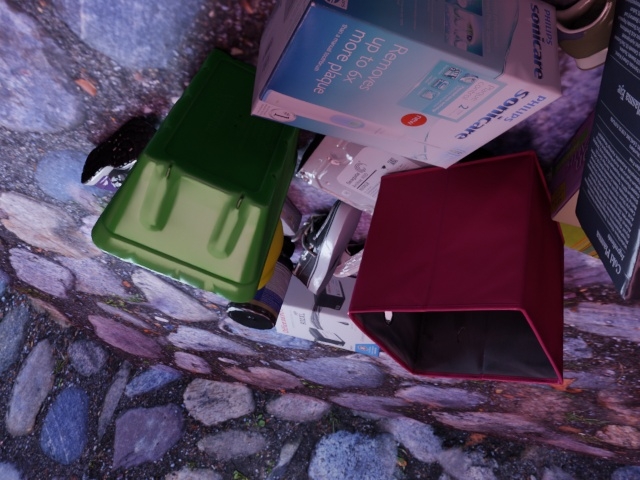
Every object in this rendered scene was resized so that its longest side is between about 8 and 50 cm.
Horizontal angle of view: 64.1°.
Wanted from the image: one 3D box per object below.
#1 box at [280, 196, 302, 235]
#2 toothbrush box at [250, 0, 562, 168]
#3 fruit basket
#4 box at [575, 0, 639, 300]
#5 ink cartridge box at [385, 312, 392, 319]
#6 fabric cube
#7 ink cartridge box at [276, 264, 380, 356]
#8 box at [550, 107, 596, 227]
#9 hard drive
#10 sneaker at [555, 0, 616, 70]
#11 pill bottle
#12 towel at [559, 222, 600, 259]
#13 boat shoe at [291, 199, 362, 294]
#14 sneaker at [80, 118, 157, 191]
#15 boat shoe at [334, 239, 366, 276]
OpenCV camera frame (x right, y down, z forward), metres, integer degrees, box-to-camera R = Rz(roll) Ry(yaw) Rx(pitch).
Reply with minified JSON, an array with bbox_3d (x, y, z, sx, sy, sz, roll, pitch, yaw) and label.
[{"bbox_3d":[-0.173,-0.091,1.105,0.183,0.056,0.231,-2,146,31],"label":"box"},{"bbox_3d":[0.091,-0.210,0.607,0.295,0.126,0.216,11,162,-21],"label":"toothbrush box"},{"bbox_3d":[-0.170,-0.059,0.845,0.282,0.392,0.392,23,150,-11],"label":"fruit basket"},{"bbox_3d":[0.451,-0.118,0.454,0.343,0.179,0.313,0,122,10],"label":"box"},{"bbox_3d":[0.306,0.090,1.128,0.296,0.066,0.261,13,119,8],"label":"ink cartridge box"},{"bbox_3d":[0.229,0.054,0.811,0.259,0.258,0.254,-6,144,34],"label":"fabric cube"},{"bbox_3d":[0.028,0.193,1.402,0.307,0.129,0.223,12,150,10],"label":"ink cartridge box"},{"bbox_3d":[0.480,-0.099,0.691,0.242,0.117,0.214,15,150,3],"label":"box"},{"bbox_3d":[0.151,-0.112,0.897,0.338,0.064,0.237,26,149,-14],"label":"hard drive"},{"bbox_3d":[0.337,-0.262,0.541,0.086,0.064,0.192,30,148,-22],"label":"sneaker"},{"bbox_3d":[-0.135,0.093,1.229,0.122,0.219,0.123,12,150,7],"label":"pill bottle"},{"bbox_3d":[0.459,-0.016,0.936,0.237,0.021,0.102,19,150,-3],"label":"towel"},{"bbox_3d":[0.002,-0.002,1.114,0.105,0.113,0.306,35,145,11],"label":"boat shoe"},{"bbox_3d":[-0.383,-0.165,1.074,0.283,0.107,0.124,-9,156,44],"label":"sneaker"},{"bbox_3d":[0.080,0.034,1.182,0.063,0.066,0.184,46,144,-19],"label":"boat shoe"}]
